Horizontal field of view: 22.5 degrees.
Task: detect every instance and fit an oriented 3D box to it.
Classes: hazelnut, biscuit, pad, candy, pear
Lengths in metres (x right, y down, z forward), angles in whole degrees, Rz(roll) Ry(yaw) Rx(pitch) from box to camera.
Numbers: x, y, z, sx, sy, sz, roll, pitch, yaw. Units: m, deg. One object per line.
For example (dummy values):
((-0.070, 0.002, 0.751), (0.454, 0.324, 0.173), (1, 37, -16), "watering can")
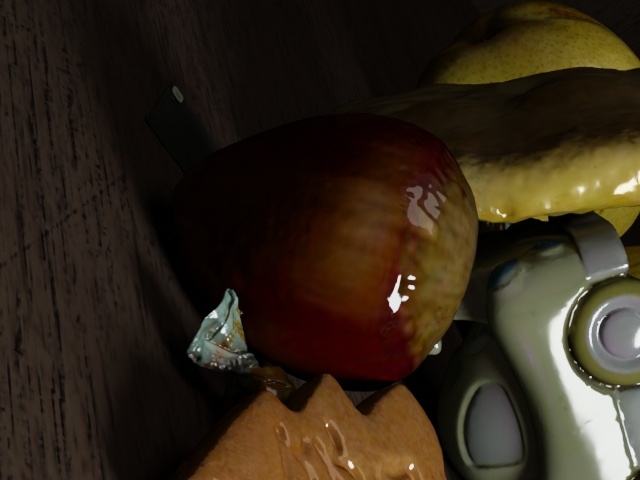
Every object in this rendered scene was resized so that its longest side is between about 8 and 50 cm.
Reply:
((0.000, 0.000, 1.081), (0.208, 0.208, 0.208), (52, 16, -21), "hazelnut")
((0.184, -0.093, 1.435), (0.429, 0.446, 0.104), (-40, 124, -71), "biscuit")
((-0.068, -0.032, 1.245), (0.193, 0.004, 0.116), (55, 15, -12), "pad")
((0.019, 0.184, 0.907), (0.306, 0.043, 0.284), (32, 41, -47), "biscuit")
((-0.028, 0.117, 0.982), (0.182, 0.046, 0.053), (60, 21, -8), "candy")
((0.263, -0.132, 1.946), (0.314, 0.314, 0.314), (52, 16, -21), "pear")

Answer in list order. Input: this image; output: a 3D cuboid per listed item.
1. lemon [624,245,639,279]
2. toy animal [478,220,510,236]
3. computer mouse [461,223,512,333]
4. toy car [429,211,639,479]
((0.396, 0.129, 1.939), (0.245, 0.245, 0.320), (57, 19, 1), "lemon")
((0.129, 0.029, 1.564), (0.108, 0.138, 0.236), (25, 38, -11), "toy animal")
((0.207, 0.057, 1.760), (0.170, 0.100, 0.269), (42, 21, -51), "computer mouse")
((0.190, 0.155, 1.354), (0.242, 0.226, 0.336), (-91, 167, -82), "toy car")
